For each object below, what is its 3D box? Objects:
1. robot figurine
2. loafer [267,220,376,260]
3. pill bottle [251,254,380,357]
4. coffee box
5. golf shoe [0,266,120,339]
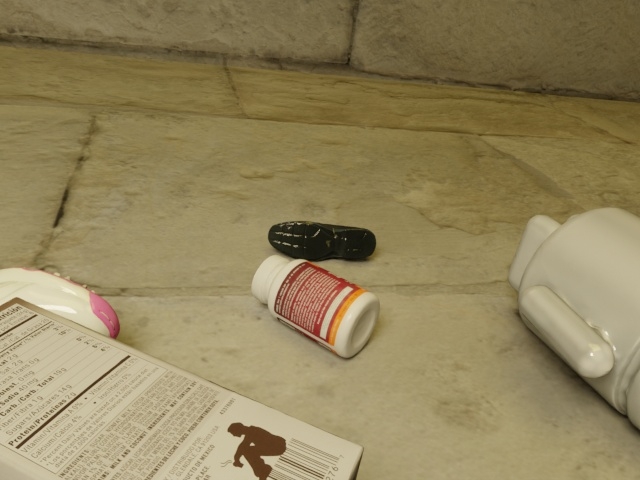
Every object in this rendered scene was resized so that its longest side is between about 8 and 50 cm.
[{"bbox_3d":[0.381,0.093,0.646,0.300,0.200,0.353,-5,31,-21],"label":"robot figurine"},{"bbox_3d":[0.000,0.000,0.874,0.170,0.062,0.061,8,6,-9],"label":"loafer"},{"bbox_3d":[-0.009,0.076,0.687,0.152,0.086,0.086,25,32,27],"label":"pill bottle"},{"bbox_3d":[-0.139,0.178,0.376,0.297,0.168,0.119,17,29,17],"label":"coffee box"},{"bbox_3d":[-0.361,0.099,0.542,0.306,0.115,0.140,3,38,3],"label":"golf shoe"}]
